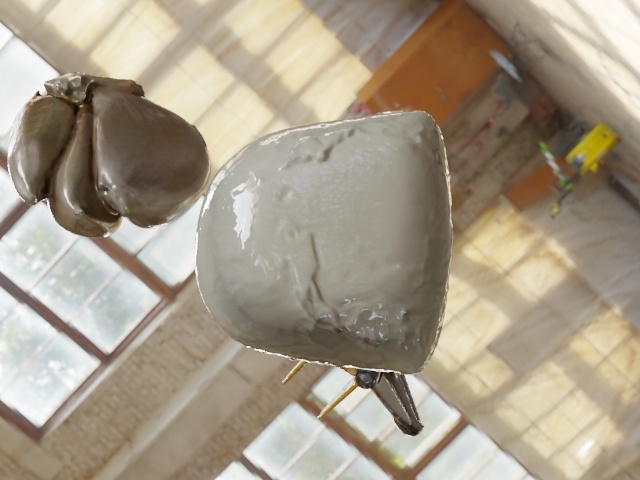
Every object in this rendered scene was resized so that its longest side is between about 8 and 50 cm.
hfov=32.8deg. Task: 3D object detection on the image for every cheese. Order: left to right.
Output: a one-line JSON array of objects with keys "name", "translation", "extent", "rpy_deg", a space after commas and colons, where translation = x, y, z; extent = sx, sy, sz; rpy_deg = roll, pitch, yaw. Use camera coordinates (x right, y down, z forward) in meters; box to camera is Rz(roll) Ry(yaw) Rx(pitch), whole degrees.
[{"name": "cheese", "translation": [0.000, 0.000, 0.821], "extent": [0.189, 0.198, 0.154], "rpy_deg": [3, 169, -5]}]

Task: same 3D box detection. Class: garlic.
[{"name": "garlic", "translation": [-0.292, -0.108, 1.520], "extent": [0.279, 0.132, 0.325], "rpy_deg": [0, -135, -15]}]

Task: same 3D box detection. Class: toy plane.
[{"name": "toy plane", "translation": [0.056, 0.077, 1.170], "extent": [0.204, 0.103, 0.316], "rpy_deg": [44, -154, -1]}]
